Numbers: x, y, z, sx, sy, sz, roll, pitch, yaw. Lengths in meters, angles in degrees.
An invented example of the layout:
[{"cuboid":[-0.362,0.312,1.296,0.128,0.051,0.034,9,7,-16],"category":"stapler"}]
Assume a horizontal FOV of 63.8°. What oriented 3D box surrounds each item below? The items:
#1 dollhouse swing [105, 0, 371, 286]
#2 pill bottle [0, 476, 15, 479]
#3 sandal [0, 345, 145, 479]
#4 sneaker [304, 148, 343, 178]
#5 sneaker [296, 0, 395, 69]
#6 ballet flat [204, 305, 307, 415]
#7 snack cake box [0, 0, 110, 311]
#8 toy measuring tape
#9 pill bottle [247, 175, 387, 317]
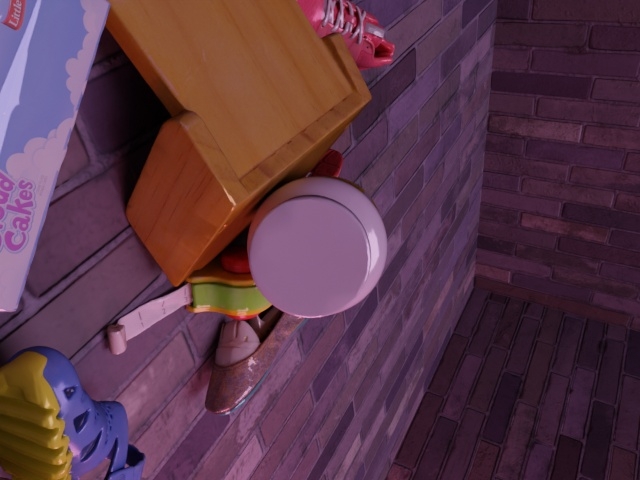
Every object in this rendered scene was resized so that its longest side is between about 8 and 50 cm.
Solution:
[{"cuboid":[-0.152,-0.191,0.717,0.315,0.305,0.347,-43,-176,47],"category":"dollhouse swing"},{"cuboid":[-0.380,0.266,0.395,0.160,0.160,0.283,-67,151,-16],"category":"pill bottle"},{"cuboid":[-0.291,0.237,0.611,0.138,0.126,0.317,-47,150,-49],"category":"sandal"},{"cuboid":[-0.024,-0.075,1.023,0.221,0.087,0.128,-56,163,-28],"category":"sneaker"},{"cuboid":[0.040,-0.385,0.902,0.314,0.136,0.115,4,98,-63],"category":"sneaker"},{"cuboid":[-0.121,0.168,0.934,0.316,0.108,0.106,-50,124,-49],"category":"ballet flat"},{"cuboid":[-0.285,-0.091,0.409,0.089,0.152,0.264,20,85,-63],"category":"snack cake box"},{"cuboid":[-0.157,0.089,0.786,0.330,0.121,0.121,-32,131,-53],"category":"toy measuring tape"},{"cuboid":[0.000,0.000,0.747,0.334,0.188,0.187,-54,155,-82],"category":"pill bottle"}]
